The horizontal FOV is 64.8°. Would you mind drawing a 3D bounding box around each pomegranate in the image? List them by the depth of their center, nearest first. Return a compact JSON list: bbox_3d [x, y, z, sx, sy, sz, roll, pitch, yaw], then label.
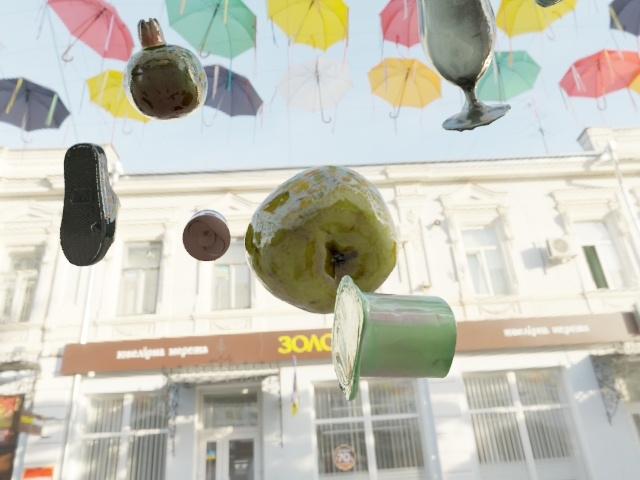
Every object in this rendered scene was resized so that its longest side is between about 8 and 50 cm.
[{"bbox_3d":[-0.332,-0.359,1.065,0.180,0.180,0.209,-6,-69,4],"label":"pomegranate"}]

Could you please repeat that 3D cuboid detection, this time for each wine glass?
[{"bbox_3d":[0.188,-0.264,0.674,0.103,0.103,0.222,-12,-65,16],"label":"wine glass"}]

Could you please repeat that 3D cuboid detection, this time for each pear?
[{"bbox_3d":[0.000,0.000,1.030,0.304,0.303,0.304,-3,-26,-2],"label":"pear"}]

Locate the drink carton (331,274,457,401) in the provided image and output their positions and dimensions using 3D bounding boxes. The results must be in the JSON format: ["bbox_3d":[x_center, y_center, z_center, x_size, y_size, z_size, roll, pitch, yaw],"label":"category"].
[{"bbox_3d":[0.099,0.130,0.697,0.142,0.146,0.144,3,15,-11],"label":"drink carton"}]

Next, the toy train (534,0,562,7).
[{"bbox_3d":[0.464,-0.468,0.892,0.208,0.043,0.047,-29,-27,-12],"label":"toy train"}]

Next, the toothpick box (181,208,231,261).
[{"bbox_3d":[-0.243,-0.015,1.083,0.099,0.098,0.149,2,8,-12],"label":"toothpick box"}]

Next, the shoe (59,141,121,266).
[{"bbox_3d":[-0.442,-0.069,0.998,0.108,0.240,0.093,0,1,15],"label":"shoe"}]
